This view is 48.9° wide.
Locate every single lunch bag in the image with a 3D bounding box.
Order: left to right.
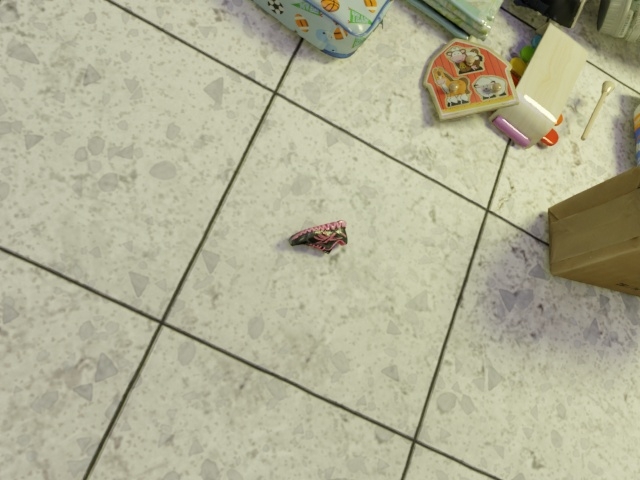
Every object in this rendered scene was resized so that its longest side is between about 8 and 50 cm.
[{"bbox_3d":[0.009,-0.523,1.415,0.303,0.115,0.243,34,63,-7],"label":"lunch bag"}]

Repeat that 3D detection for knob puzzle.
[{"bbox_3d":[0.310,-0.355,1.485,0.213,0.030,0.213,-2,66,4],"label":"knob puzzle"}]

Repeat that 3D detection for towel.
[{"bbox_3d":[0.270,-0.648,1.565,0.374,0.090,0.320,35,63,-8],"label":"towel"}]

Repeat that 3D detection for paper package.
[{"bbox_3d":[0.669,-0.003,1.399,0.325,0.309,0.168,12,73,-16],"label":"paper package"}]

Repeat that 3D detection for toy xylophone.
[{"bbox_3d":[0.514,-0.337,1.564,0.236,0.081,0.322,42,65,-4],"label":"toy xylophone"}]

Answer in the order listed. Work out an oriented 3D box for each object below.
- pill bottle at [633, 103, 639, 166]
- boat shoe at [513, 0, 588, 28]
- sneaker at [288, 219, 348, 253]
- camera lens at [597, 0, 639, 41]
[{"bbox_3d":[0.799,-0.242,1.605,0.152,0.152,0.272,9,71,-18],"label":"pill bottle"},{"bbox_3d":[0.574,-0.627,1.655,0.158,0.127,0.340,27,47,14],"label":"boat shoe"},{"bbox_3d":[0.000,0.000,1.298,0.119,0.047,0.057,-14,91,-22],"label":"sneaker"},{"bbox_3d":[0.806,-0.563,1.622,0.274,0.219,0.219,11,69,11],"label":"camera lens"}]
